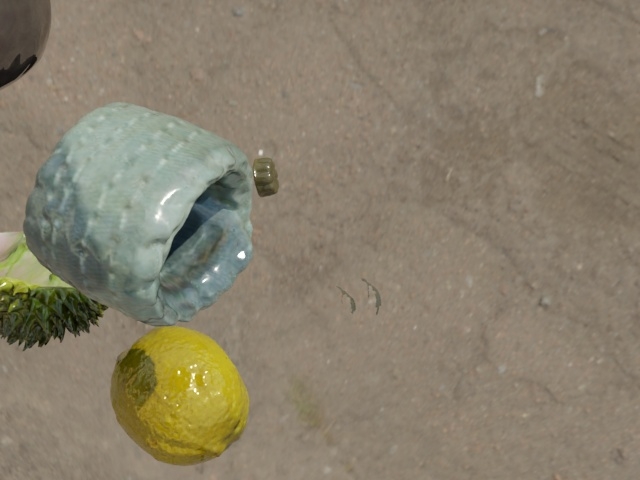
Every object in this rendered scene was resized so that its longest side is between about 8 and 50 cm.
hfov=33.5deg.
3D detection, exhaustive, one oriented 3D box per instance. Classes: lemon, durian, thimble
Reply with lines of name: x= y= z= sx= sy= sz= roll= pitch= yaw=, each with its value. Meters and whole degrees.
lemon: x=-0.189 y=0.208 z=1.424 sx=0.181 sy=0.180 sz=0.193 roll=-25 pitch=32 yaw=-16
durian: x=-0.422 y=0.048 z=1.483 sx=0.169 sy=0.158 sz=0.352 roll=-44 pitch=34 yaw=-16
thimble: x=-0.172 y=-0.027 z=1.103 sx=0.172 sy=0.250 sz=0.205 roll=23 pitch=106 yaw=17

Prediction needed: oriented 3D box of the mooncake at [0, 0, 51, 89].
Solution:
mooncake: x=-0.341 y=-0.212 z=0.752 sx=0.306 sy=0.154 sz=0.306 roll=1 pitch=111 yaw=4

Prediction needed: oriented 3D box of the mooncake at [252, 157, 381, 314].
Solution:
mooncake: x=-0.011 y=0.003 z=1.640 sx=0.057 sy=0.347 sz=0.150 roll=-13 pitch=62 yaw=28
